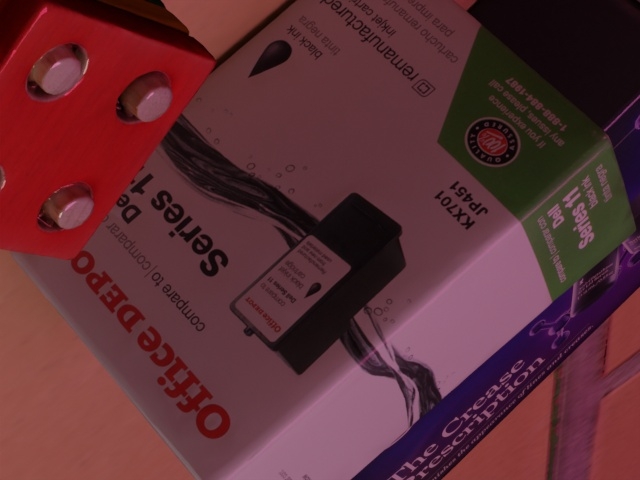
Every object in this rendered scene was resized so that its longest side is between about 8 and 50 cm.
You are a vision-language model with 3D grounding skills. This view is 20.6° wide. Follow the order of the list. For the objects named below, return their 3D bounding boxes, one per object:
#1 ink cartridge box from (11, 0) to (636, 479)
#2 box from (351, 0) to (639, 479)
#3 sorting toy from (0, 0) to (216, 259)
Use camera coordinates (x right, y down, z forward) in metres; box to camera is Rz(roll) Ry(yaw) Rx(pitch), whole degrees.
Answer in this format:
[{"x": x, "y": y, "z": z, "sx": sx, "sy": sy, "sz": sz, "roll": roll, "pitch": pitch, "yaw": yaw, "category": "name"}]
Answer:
[{"x": 0.000, "y": 0.000, "z": 0.729, "sx": 0.208, "sy": 0.153, "sz": 0.087, "roll": -42, "pitch": 151, "yaw": -5, "category": "ink cartridge box"}, {"x": 0.079, "y": 0.000, "z": 0.890, "sx": 0.261, "sy": 0.103, "sz": 0.184, "roll": -45, "pitch": 149, "yaw": 2, "category": "box"}, {"x": -0.107, "y": -0.108, "z": 0.511, "sx": 0.257, "sy": 0.089, "sz": 0.255, "roll": -52, "pitch": 151, "yaw": 15, "category": "sorting toy"}]
